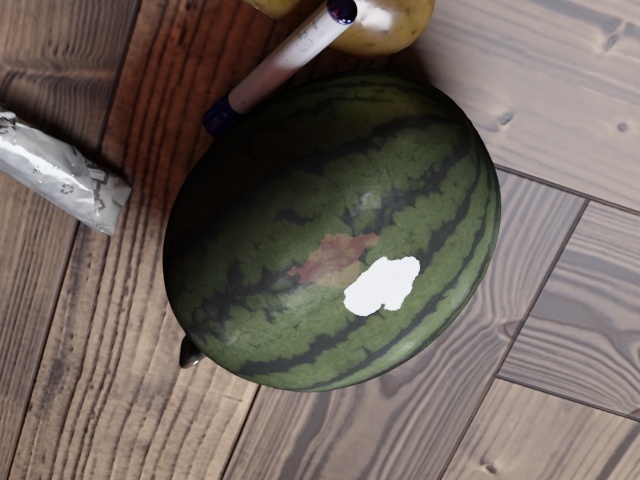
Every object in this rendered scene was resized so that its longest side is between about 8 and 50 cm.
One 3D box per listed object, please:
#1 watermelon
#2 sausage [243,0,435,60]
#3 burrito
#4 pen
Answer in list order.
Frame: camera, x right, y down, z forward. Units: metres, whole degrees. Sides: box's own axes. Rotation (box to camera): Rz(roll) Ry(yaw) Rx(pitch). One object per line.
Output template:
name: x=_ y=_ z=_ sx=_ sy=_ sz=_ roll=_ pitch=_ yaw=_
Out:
watermelon: x=0.000 y=0.000 z=1.162 sx=0.359 sy=0.279 sz=0.279 roll=-36 pitch=113 yaw=25
sausage: x=-0.127 y=-0.299 z=1.077 sx=0.500 sy=0.123 sz=0.136 roll=21 pitch=148 yaw=-10
burrito: x=-0.273 y=-0.076 z=1.235 sx=0.064 sy=0.064 sz=0.203 roll=-39 pitch=126 yaw=23
pen: x=-0.043 y=-0.157 z=1.128 sx=0.033 sy=0.033 sz=0.269 roll=32 pitch=151 yaw=-16
